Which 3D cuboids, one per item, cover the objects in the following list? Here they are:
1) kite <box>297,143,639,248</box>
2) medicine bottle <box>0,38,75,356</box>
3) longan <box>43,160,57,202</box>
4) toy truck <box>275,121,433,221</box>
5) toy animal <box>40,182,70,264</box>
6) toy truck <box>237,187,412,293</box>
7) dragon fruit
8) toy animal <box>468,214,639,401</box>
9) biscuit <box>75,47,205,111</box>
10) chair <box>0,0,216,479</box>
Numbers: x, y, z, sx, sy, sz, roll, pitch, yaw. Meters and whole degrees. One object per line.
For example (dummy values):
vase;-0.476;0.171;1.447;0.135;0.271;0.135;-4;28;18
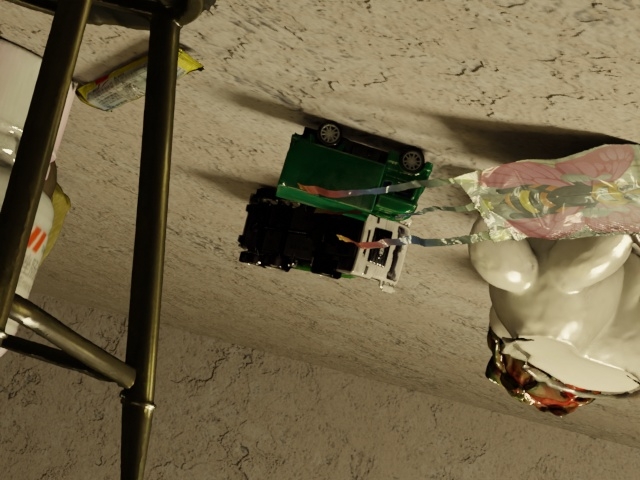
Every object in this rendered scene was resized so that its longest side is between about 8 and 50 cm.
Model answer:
kite;0.165;-0.031;1.412;0.360;0.022;0.204;-5;155;24
medicine bottle;-0.411;-0.051;1.607;0.256;0.325;0.256;17;168;4
longan;-0.431;-0.075;1.894;0.198;0.198;0.212;21;168;-21
toy truck;0.035;-0.067;1.505;0.147;0.079;0.065;15;169;-2
toy animal;-0.560;-0.053;2.187;0.362;0.180;0.181;10;132;6
toy truck;0.000;0.000;1.848;0.125;0.101;0.242;20;172;-42
dragon fruit;0.294;0.134;1.897;0.182;0.182;0.188;13;-173;18
toy animal;0.277;0.063;1.605;0.208;0.154;0.325;2;157;18
biscuit;-0.190;-0.161;1.506;0.048;0.026;0.292;26;166;-23
chair;-0.276;-0.066;1.088;0.364;0.410;0.362;14;168;14
